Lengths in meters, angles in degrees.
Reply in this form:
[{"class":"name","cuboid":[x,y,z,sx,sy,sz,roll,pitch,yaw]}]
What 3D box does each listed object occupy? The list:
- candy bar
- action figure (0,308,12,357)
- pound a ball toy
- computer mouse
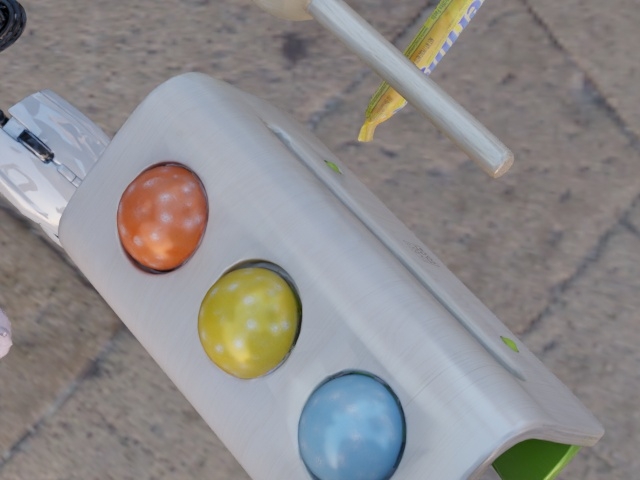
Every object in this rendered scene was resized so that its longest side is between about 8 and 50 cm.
[{"class":"candy bar","cuboid":[0.070,-0.121,0.909,0.018,0.040,0.161,40,104,8]},{"class":"action figure","cuboid":[-0.257,-0.015,0.659,0.248,0.370,0.275,-23,100,-16]},{"class":"pound a ball toy","cuboid":[0.000,0.000,0.807,0.208,0.319,0.136,-52,149,15]},{"class":"computer mouse","cuboid":[-0.158,-0.050,0.945,0.106,0.042,0.193,-52,131,-7]}]
